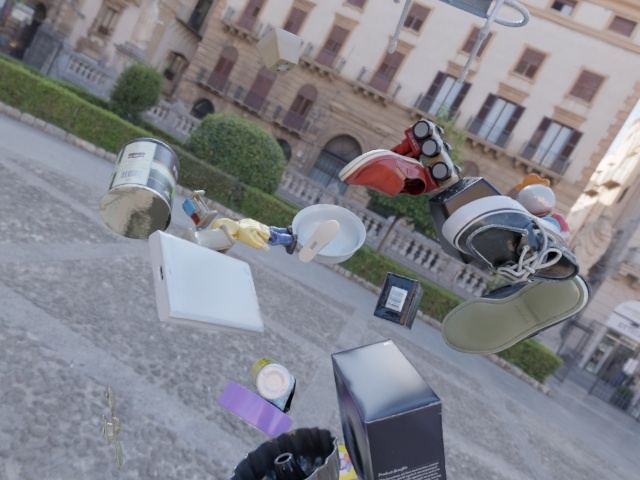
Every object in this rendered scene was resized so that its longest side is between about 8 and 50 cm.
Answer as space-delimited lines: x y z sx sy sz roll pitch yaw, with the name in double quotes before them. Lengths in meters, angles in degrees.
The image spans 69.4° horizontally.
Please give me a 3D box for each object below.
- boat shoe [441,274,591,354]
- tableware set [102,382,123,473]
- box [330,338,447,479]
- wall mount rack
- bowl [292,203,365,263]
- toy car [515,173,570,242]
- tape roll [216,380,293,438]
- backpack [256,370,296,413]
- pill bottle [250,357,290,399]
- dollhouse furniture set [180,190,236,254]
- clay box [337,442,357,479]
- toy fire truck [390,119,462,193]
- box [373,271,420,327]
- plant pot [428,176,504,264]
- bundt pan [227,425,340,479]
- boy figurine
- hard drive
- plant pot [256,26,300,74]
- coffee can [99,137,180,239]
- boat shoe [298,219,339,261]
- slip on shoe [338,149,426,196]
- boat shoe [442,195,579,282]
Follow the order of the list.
"boat shoe" 0.425 0.158 1.014 0.113 0.340 0.127 1 59 -42
"tableware set" -0.455 0.410 1.012 0.020 0.168 0.141 -9 31 -20
"box" 0.155 0.444 1.105 0.183 0.294 0.296 -11 16 -10
"wall mount rack" 0.281 -0.508 1.076 0.350 0.130 0.304 27 6 6
"bowl" 0.027 -0.003 1.885 0.298 0.134 0.297 5 45 -5
"toy car" 0.656 -0.089 1.455 0.210 0.237 0.219 -10 -15 33
"tape roll" -0.235 0.618 1.660 0.275 0.090 0.274 27 -25 14
"backpack" -0.180 0.608 1.879 0.152 0.182 0.115 5 -37 35
"pill bottle" -0.101 0.264 0.898 0.065 0.065 0.116 28 -13 -13
"dollhouse furniture set" -0.352 -0.022 1.251 0.129 0.129 0.183 -12 62 -55
"clay box" 0.086 0.859 1.789 0.222 0.127 0.053 -9 -15 -12
"toy fire truck" 0.277 -0.231 1.447 0.158 0.246 0.217 -6 71 -54
"box" 0.263 0.206 1.533 0.108 0.153 0.207 17 -10 19
"plant pot" 0.400 -0.069 1.238 0.167 0.188 0.187 58 2 -9
"bundt pan" -0.088 0.677 1.320 0.331 0.331 0.124 -50 122 -84
"boy figurine" -0.219 -0.013 1.526 0.285 0.092 0.177 5 27 -29
"hard drive" -0.257 0.110 1.079 0.307 0.040 0.203 28 39 -55
"plant pot" -0.131 -0.605 1.499 0.109 0.096 0.109 2 -17 -44
"coffee can" -0.560 -0.167 1.455 0.202 0.201 0.275 26 33 -29
"boat shoe" 0.000 0.000 1.553 0.066 0.184 0.063 37 19 2
"slip on shoe" 0.186 -0.176 1.281 0.331 0.123 0.101 -1 60 -44
"boat shoe" 0.326 0.017 0.759 0.306 0.113 0.105 18 36 -40
